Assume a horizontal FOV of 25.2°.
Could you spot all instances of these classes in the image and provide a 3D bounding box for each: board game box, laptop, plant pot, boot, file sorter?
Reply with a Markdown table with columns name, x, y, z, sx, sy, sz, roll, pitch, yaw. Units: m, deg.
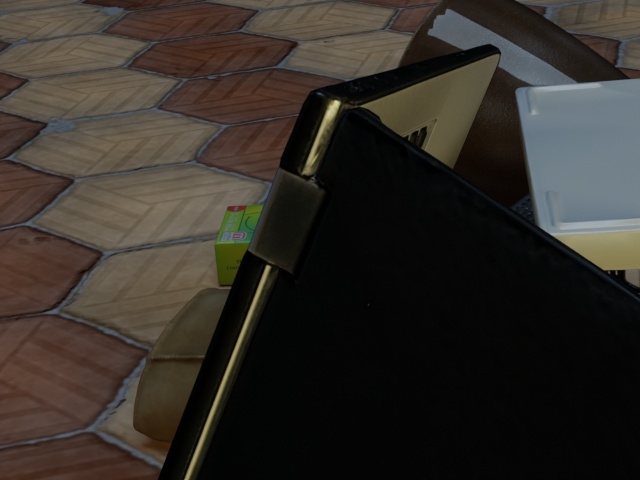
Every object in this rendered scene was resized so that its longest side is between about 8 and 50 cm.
| name | x | y | z | sx | sy | sz | roll | pitch | yaw |
| --- | --- | --- | --- | --- | --- | --- | --- | --- | --- |
| board game box | 0.000 | 0.000 | 1.308 | 0.181 | 0.043 | 0.092 | -3 | 22 | 5 |
| laptop | 0.047 | 0.160 | 0.513 | 0.236 | 0.382 | 0.408 | 26 | 17 | 11 |
| plant pot | 0.212 | -0.108 | 1.356 | 0.230 | 0.215 | 0.215 | 25 | 35 | 28 |
| boot | -0.025 | 0.129 | 0.948 | 0.269 | 0.089 | 0.236 | 0 | 40 | 41 |
| file sorter | 0.240 | 0.026 | 0.676 | 0.277 | 0.173 | 0.193 | -3 | 23 | 6 |

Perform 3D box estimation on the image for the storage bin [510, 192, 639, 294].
| name | x | y | z | sx | sy | sz | roll | pitch | yaw |
| --- | --- | --- | --- | --- | --- | --- | --- | --- | --- |
| storage bin | 0.180 | 0.037 | 1.079 | 0.084 | 0.122 | 0.180 | 11 | 27 | 32 |
